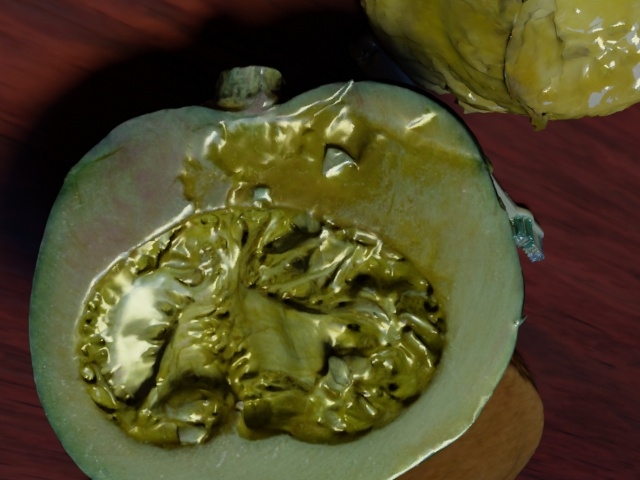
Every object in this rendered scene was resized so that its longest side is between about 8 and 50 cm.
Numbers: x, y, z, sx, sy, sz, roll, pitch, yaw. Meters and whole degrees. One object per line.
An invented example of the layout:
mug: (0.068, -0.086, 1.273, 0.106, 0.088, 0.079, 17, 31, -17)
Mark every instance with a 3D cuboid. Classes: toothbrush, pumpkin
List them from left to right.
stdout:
pumpkin: (-0.027, 0.023, 0.990, 0.293, 0.263, 0.197, -4, -176, -1)
toothbrush: (0.097, -0.063, 1.113, 0.030, 0.030, 0.304, -33, 139, 12)

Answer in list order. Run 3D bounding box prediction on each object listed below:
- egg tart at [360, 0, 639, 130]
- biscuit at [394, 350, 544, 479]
egg tart: (0.167, -0.171, 0.945, 0.290, 0.115, 0.290, -16, 142, -13)
biscuit: (0.012, 0.168, 1.319, 0.350, 0.078, 0.455, -44, 139, 19)
